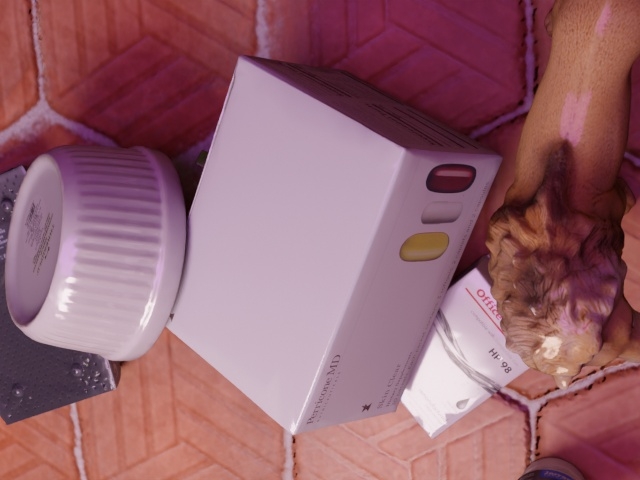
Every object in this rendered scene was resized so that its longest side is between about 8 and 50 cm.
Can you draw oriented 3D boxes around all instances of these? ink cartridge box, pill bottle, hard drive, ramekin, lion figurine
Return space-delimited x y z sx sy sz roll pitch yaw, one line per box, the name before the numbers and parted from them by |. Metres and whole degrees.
ink cartridge box | 0.143 0.088 0.969 0.180 0.060 0.104 -42 86 22
pill bottle | 0.205 0.255 0.944 0.078 0.137 0.078 4 104 18
hard drive | -0.321 0.059 1.123 0.171 0.054 0.255 -20 95 22
ramekin | -0.219 0.008 0.975 0.207 0.109 0.207 -19 68 55
lion figurine | 0.208 -0.097 0.810 0.142 0.240 0.393 4 103 18

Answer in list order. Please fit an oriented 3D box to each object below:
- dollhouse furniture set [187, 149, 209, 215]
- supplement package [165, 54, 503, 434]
dollhouse furniture set | -0.125 -0.006 1.008 0.076 0.058 0.152 25 83 4
supplement package | 0.000 0.000 0.916 0.204 0.145 0.262 34 113 36
